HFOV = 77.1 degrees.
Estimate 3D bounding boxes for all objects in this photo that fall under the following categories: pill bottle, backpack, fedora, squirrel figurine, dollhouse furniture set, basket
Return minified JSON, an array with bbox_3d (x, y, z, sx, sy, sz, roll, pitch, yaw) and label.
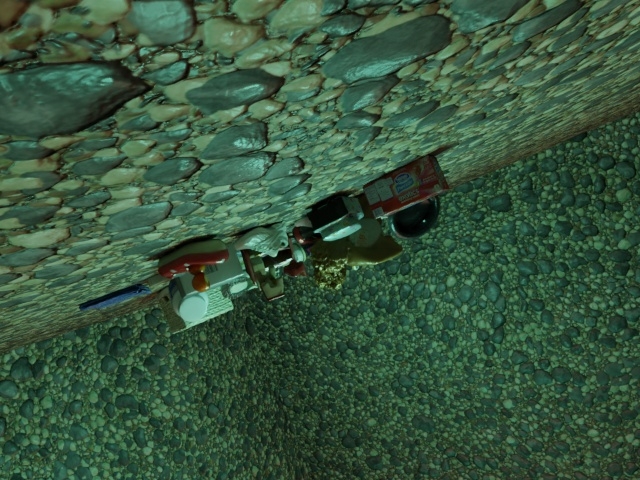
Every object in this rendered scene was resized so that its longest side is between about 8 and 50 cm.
[{"bbox_3d":[-0.577,0.248,1.762,0.153,0.152,0.272,-20,-156,-20],"label":"pill bottle"},{"bbox_3d":[0.070,-0.084,1.462,0.166,0.144,0.188,-30,176,32],"label":"backpack"},{"bbox_3d":[0.495,-0.165,2.239,0.335,0.333,0.152,-21,-154,-13],"label":"fedora"},{"bbox_3d":[0.115,0.031,1.747,0.397,0.280,0.370,-32,176,-10],"label":"squirrel figurine"},{"bbox_3d":[-0.166,0.110,1.543,0.202,0.152,0.374,-20,-150,-16],"label":"dollhouse furniture set"},{"bbox_3d":[-0.746,0.361,2.399,0.332,0.266,0.328,-21,176,-39],"label":"basket"}]

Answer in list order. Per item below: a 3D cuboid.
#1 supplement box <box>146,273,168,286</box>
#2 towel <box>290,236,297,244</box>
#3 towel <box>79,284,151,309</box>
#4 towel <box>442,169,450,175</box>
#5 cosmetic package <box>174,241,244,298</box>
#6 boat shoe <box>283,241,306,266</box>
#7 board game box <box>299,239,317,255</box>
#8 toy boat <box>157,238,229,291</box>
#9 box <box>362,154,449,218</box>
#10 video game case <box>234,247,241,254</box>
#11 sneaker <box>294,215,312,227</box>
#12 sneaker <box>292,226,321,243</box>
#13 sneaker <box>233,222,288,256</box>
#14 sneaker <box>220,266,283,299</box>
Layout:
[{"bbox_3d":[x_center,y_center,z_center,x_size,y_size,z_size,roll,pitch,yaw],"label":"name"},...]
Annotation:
[{"bbox_3d":[-0.645,0.153,1.637,0.099,0.036,0.062,-22,176,12],"label":"supplement box"},{"bbox_3d":[-0.286,0.055,2.172,0.317,0.053,0.332,-24,176,27],"label":"towel"},{"bbox_3d":[-0.892,0.259,1.778,0.244,0.040,0.336,-20,176,-17],"label":"towel"},{"bbox_3d":[0.557,-0.307,1.980,0.113,0.023,0.152,-19,178,-9],"label":"towel"},{"bbox_3d":[-0.446,0.123,1.570,0.224,0.138,0.225,-20,177,-25],"label":"cosmetic package"},{"bbox_3d":[-0.167,0.087,2.053,0.103,0.113,0.302,-27,180,-24],"label":"boat shoe"},{"bbox_3d":[0.000,0.000,2.119,0.208,0.056,0.347,-24,-173,-8],"label":"board game box"},{"bbox_3d":[-0.385,0.088,1.256,0.231,0.151,0.151,-23,177,28],"label":"toy boat"},{"bbox_3d":[0.295,-0.182,1.393,0.257,0.128,0.123,-24,176,30],"label":"box"},{"bbox_3d":[-0.341,0.081,1.886,0.300,0.036,0.329,-8,165,-38],"label":"video game case"},{"bbox_3d":[-0.042,-0.066,1.633,0.135,0.070,0.051,-22,179,24],"label":"sneaker"},{"bbox_3d":[0.002,-0.058,1.789,0.135,0.097,0.276,-25,176,36],"label":"sneaker"},{"bbox_3d":[-0.200,0.009,1.445,0.232,0.115,0.090,-19,175,-40],"label":"sneaker"},{"bbox_3d":[-0.389,0.173,2.193,0.411,0.157,0.182,-15,-144,-39],"label":"sneaker"}]
